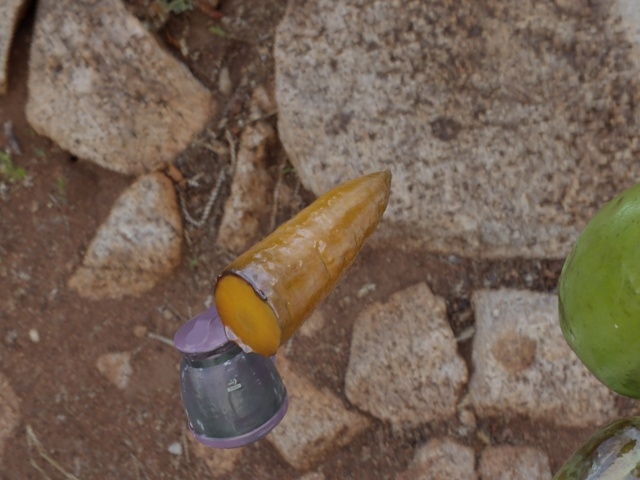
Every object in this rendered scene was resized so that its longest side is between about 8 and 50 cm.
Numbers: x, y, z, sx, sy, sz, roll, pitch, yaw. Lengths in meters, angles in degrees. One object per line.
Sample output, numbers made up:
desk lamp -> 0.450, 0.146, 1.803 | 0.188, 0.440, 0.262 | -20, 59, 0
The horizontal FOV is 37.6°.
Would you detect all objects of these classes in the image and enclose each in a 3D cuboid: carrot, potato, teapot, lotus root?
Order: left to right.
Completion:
teapot -> -0.093, 0.138, 1.038 | 0.148, 0.146, 0.116 | -32, 31, -27
carrot -> 0.000, 0.000, 0.723 | 0.072, 0.072, 0.205 | 15, 42, 31
lotus root -> 0.397, 0.343, 1.234 | 0.309, 0.173, 0.173 | -51, 50, 2
potato -> 0.362, 0.049, 0.989 | 0.216, 0.304, 0.215 | -1, 67, 3
